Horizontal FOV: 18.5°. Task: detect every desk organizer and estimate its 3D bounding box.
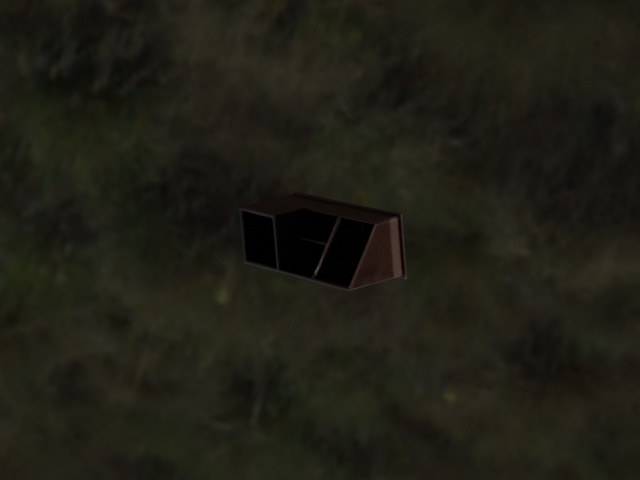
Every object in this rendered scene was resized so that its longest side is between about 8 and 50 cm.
[{"bbox_3d":[0.000,0.000,1.390,0.050,0.047,0.130,-14,-164,-34],"label":"desk organizer"}]
